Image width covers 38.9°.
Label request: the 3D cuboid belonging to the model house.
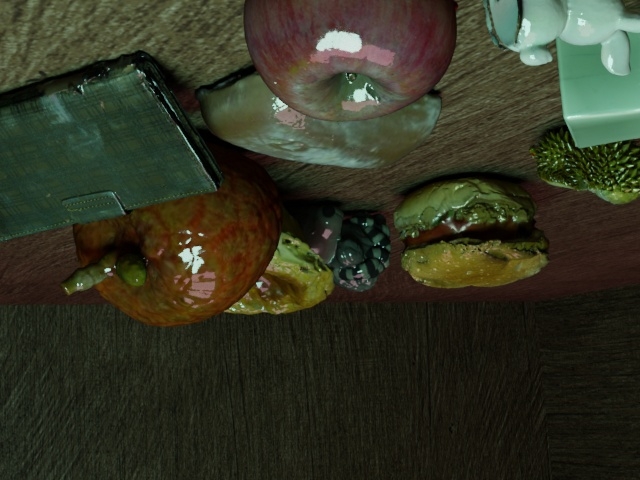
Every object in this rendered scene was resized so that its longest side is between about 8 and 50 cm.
[{"bbox_3d":[0.300,-0.154,0.842,0.149,0.100,0.127,-5,171,20],"label":"model house"}]

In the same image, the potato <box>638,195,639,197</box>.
[{"bbox_3d":[0.497,-0.110,1.280,0.096,0.066,0.103,-17,167,-9],"label":"potato"}]

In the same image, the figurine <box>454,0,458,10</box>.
[{"bbox_3d":[0.071,-0.170,0.759,0.083,0.071,0.067,5,-148,-2],"label":"figurine"}]

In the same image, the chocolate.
[{"bbox_3d":[0.006,-0.121,0.982,0.261,0.083,0.161,3,170,-38],"label":"chocolate"}]

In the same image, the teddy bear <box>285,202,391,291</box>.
[{"bbox_3d":[0.013,0.013,1.565,0.251,0.171,0.144,11,144,-35],"label":"teddy bear"}]

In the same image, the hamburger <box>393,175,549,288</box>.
[{"bbox_3d":[0.241,-0.017,1.464,0.244,0.163,0.244,-2,163,-1],"label":"hamburger"}]

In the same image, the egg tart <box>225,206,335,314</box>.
[{"bbox_3d":[-0.142,0.011,1.406,0.352,0.150,0.352,9,160,3],"label":"egg tart"}]

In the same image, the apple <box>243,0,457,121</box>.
[{"bbox_3d":[0.021,-0.159,0.652,0.153,0.120,0.153,0,162,0],"label":"apple"}]

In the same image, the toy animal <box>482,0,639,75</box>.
[{"bbox_3d":[0.202,-0.183,0.727,0.124,0.085,0.071,-6,154,-16],"label":"toy animal"}]

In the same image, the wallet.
[{"bbox_3d":[-0.267,-0.091,0.956,0.317,0.044,0.169,-11,128,28],"label":"wallet"}]

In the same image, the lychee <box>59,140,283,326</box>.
[{"bbox_3d":[-0.182,-0.013,1.101,0.255,0.255,0.300,-11,-176,36],"label":"lychee"}]

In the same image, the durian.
[{"bbox_3d":[0.350,-0.108,1.185,0.146,0.102,0.208,4,-169,-28],"label":"durian"}]
